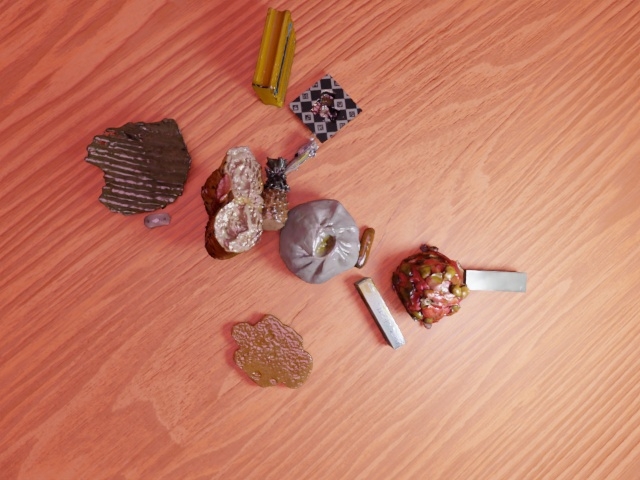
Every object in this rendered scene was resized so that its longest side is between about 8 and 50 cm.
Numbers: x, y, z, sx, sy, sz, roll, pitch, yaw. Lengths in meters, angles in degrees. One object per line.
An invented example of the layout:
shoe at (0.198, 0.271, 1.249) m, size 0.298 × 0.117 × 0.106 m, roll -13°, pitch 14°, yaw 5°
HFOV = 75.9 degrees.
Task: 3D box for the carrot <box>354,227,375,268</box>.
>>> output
carrot at (0.186, 0.031, 1.730) m, size 0.060 × 0.060 × 0.186 m, roll 23°, pitch 81°, yaw -5°

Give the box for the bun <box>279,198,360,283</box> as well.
bun at (-0.005, -0.004, 1.642) m, size 0.354 × 0.194 × 0.354 m, roll 0°, pitch 89°, yaw -7°

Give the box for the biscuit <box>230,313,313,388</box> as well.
biscuit at (-0.205, 0.460, 1.682) m, size 0.376 × 0.051 × 0.269 m, roll 36°, pitch 88°, yaw -3°

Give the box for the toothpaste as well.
toothpaste at (0.246, 0.302, 1.713) m, size 0.071 × 0.089 × 0.313 m, roll -29°, pitch 91°, yaw -11°

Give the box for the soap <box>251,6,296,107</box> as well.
soap at (-0.180, -0.719, 1.641) m, size 0.096 × 0.204 × 0.324 m, roll 11°, pitch 86°, yaw 6°

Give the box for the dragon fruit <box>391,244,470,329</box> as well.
dragon fruit at (0.468, 0.191, 1.650) m, size 0.296 × 0.263 × 0.314 m, roll -32°, pitch 92°, yaw -6°

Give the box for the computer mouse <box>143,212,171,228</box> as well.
computer mouse at (-0.661, -0.082, 1.660) m, size 0.110 × 0.032 × 0.056 m, roll -11°, pitch 90°, yaw -6°

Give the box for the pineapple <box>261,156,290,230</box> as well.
pineapple at (-0.196, -0.192, 1.633) m, size 0.141 × 0.170 × 0.310 m, roll 13°, pitch 63°, yaw -22°

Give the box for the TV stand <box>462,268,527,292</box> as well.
TV stand at (0.739, 0.171, 1.768) m, size 0.269 × 0.083 × 0.088 m, roll 4°, pitch 90°, yaw -6°

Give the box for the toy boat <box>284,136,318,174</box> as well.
toy boat at (-0.090, -0.340, 1.706) m, size 0.210 × 0.084 × 0.066 m, roll -41°, pitch 115°, yaw 3°

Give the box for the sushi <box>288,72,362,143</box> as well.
sushi at (0.018, -0.550, 1.733) m, size 0.231 × 0.047 × 0.219 m, roll -41°, pitch 88°, yaw -9°

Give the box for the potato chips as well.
potato chips at (-0.704, -0.302, 1.630) m, size 0.389 × 0.097 × 0.373 m, roll -15°, pitch 91°, yaw -5°

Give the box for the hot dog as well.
hot dog at (-0.344, -0.112, 1.524) m, size 0.196 × 0.365 × 0.367 m, roll 4°, pitch 78°, yaw -20°
